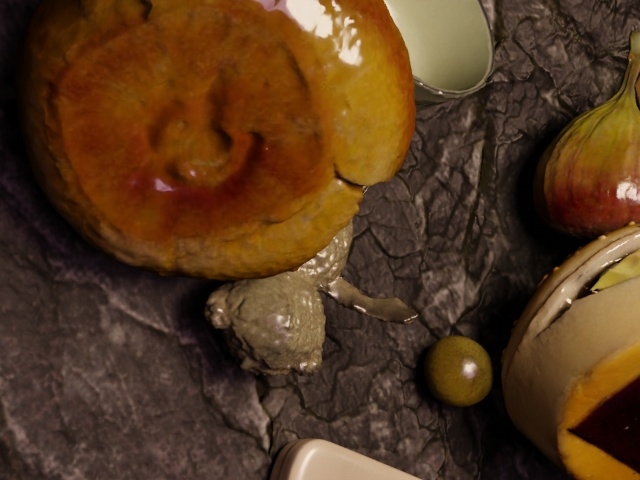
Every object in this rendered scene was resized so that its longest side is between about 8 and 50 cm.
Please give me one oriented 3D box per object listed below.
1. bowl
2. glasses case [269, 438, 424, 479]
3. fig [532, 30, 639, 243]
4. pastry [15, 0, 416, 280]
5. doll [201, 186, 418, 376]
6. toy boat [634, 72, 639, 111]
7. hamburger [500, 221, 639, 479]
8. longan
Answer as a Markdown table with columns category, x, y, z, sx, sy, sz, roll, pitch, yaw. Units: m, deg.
| category | x | y | z | sx | sy | sz | roll | pitch | yaw |
| --- | --- | --- | --- | --- | --- | --- | --- | --- | --- |
| bowl | 0.055 | -0.205 | 1.766 | 0.211 | 0.112 | 0.211 | 25 | 49 | -33 |
| glasses case | 0.040 | 0.253 | 1.781 | 0.196 | 0.050 | 0.083 | 27 | 70 | -29 |
| fig | 0.299 | -0.093 | 1.929 | 0.160 | 0.143 | 0.230 | 9 | 61 | -24 |
| pastry | -0.092 | -0.122 | 1.602 | 0.356 | 0.164 | 0.356 | -3 | 122 | -4 |
| doll | -0.015 | -0.007 | 1.752 | 0.203 | 0.091 | 0.286 | 9 | 72 | -24 |
| toy boat | 0.414 | -0.063 | 1.998 | 0.121 | 0.089 | 0.321 | -11 | 91 | -2 |
| hamburger | 0.321 | 0.111 | 1.849 | 0.300 | 0.176 | 0.300 | -15 | 138 | -14 |
| longan | 0.139 | 0.128 | 1.850 | 0.075 | 0.075 | 0.083 | 53 | 20 | -18 |
